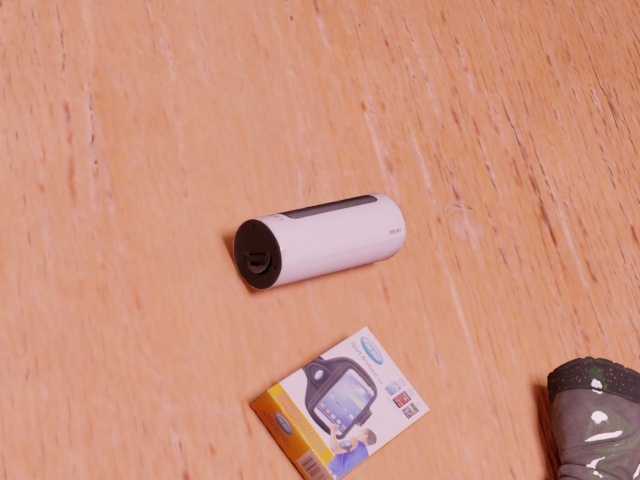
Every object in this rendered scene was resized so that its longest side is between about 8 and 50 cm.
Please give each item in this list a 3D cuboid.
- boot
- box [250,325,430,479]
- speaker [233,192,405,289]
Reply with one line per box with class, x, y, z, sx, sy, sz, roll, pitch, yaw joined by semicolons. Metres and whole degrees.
boot;0.282;0.201;1.192;0.246;0.083;0.161;17;56;-20
box;0.021;0.118;1.076;0.136;0.028;0.081;-30;80;-45
speaker;0.000;0.000;1.129;0.136;0.055;0.055;-13;68;-42
